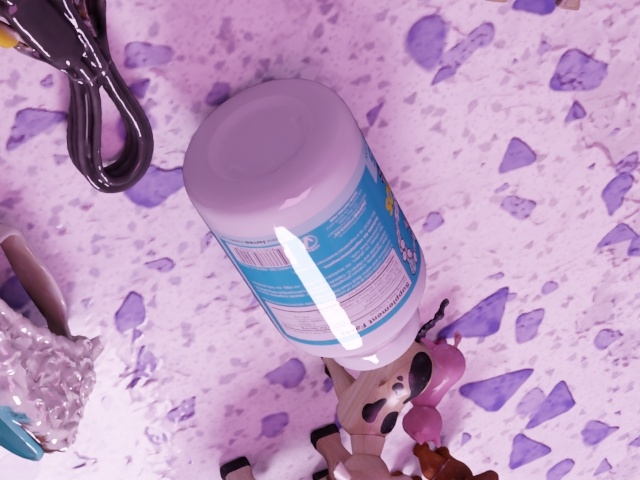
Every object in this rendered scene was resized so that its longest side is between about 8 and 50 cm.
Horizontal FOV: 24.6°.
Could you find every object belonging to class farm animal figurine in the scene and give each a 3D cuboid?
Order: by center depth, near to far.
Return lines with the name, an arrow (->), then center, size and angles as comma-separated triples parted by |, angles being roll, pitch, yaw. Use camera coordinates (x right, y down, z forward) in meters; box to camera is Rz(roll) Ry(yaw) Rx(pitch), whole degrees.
farm animal figurine -> 0.042, 0.248, 1.442 | 0.326, 0.172, 0.330 | -31, 135, -3

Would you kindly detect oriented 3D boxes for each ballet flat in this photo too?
ballet flat -> -0.295, 0.021, 1.120 | 0.147, 0.147, 0.409 | -34, 138, -1

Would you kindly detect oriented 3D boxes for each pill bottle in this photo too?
pill bottle -> 0.000, 0.000, 1.233 | 0.146, 0.146, 0.264 | -32, 136, -2

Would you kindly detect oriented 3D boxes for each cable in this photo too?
cable -> -0.189, -0.153, 1.084 | 0.139, 0.072, 0.287 | -48, 148, -10

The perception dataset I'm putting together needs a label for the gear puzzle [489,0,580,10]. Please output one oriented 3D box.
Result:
gear puzzle -> 0.219, -0.263, 1.208 | 0.338, 0.044, 0.175 | 1, 125, -30
